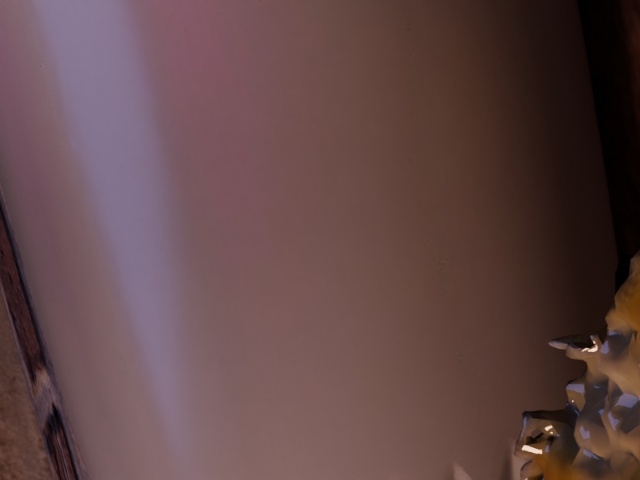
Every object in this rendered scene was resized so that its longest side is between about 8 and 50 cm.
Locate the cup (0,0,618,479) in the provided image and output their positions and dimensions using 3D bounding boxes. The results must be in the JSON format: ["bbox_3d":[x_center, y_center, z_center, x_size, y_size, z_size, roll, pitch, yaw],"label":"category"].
[{"bbox_3d":[0.000,0.000,0.768,0.253,0.253,0.371,-168,64,-70],"label":"cup"}]

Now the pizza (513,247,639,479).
[{"bbox_3d":[0.123,0.084,0.273,0.223,0.089,0.323,136,123,-61],"label":"pizza"}]

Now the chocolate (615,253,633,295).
[{"bbox_3d":[0.154,0.071,0.609,0.125,0.080,0.148,107,156,-85],"label":"chocolate"}]
